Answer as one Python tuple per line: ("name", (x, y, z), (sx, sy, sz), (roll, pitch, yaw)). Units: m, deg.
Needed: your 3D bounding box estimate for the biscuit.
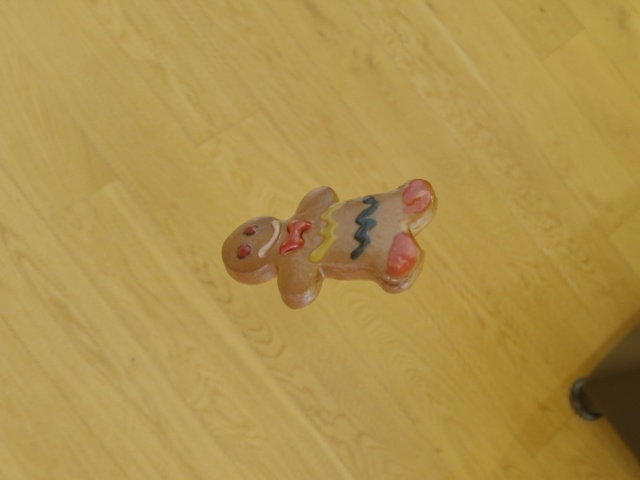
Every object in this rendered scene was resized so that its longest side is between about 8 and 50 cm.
("biscuit", (0.000, 0.000, 1.087), (0.036, 0.250, 0.165), (61, 35, -42))
